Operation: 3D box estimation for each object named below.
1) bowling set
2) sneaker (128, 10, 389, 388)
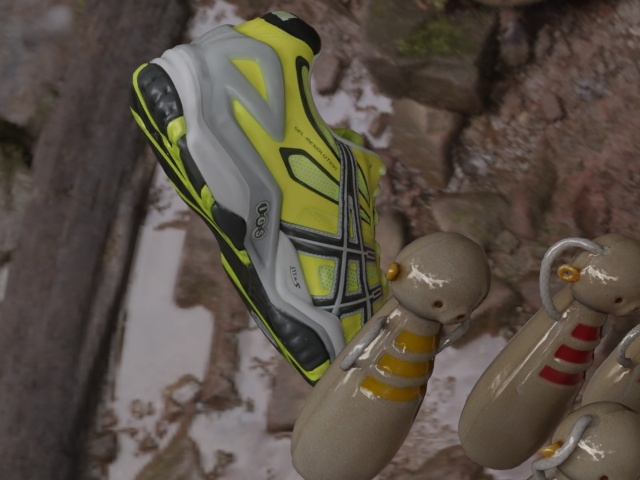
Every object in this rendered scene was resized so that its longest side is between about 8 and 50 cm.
[{"bbox_3d":[0.152,0.102,0.639,0.200,0.287,0.154,52,130,32],"label":"bowling set"},{"bbox_3d":[0.000,0.000,1.029,0.147,0.384,0.145,-34,35,-12],"label":"sneaker"}]
